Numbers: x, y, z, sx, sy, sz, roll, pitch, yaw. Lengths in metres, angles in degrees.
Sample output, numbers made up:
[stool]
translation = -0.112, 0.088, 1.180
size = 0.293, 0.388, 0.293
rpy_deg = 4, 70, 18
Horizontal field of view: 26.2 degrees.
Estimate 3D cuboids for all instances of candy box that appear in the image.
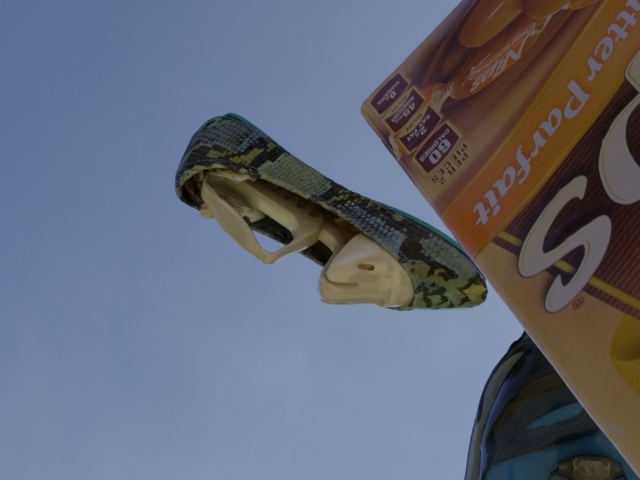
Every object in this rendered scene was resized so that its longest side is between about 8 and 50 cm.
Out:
[candy box]
translation = 0.133, -0.039, 0.435
size = 0.087, 0.316, 0.183
rpy_deg = 41, -82, -21

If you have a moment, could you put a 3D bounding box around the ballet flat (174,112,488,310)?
[ballet flat]
translation = 0.000, 0.000, 0.758
size = 0.188, 0.070, 0.070
rpy_deg = 30, -29, 14

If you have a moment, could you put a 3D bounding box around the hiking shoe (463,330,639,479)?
[hiking shoe]
translation = 0.118, 0.184, 0.564
size = 0.113, 0.132, 0.304
rpy_deg = -3, -73, 3
